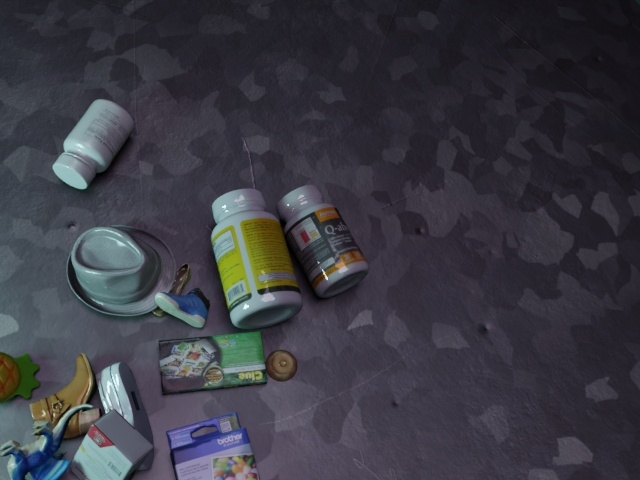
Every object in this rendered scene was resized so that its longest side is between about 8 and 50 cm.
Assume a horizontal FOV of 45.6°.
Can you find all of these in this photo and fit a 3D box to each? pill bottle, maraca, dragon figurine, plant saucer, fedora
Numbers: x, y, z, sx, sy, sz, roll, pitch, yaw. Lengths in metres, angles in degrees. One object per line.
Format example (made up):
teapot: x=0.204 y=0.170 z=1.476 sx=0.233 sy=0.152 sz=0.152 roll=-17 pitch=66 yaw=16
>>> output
pill bottle: x=-0.611 y=-0.256 z=2.042 sx=0.131 sy=0.131 sz=0.229 roll=26 pitch=62 yaw=1
maraca: x=-0.745 y=0.317 z=1.761 sx=0.186 sy=0.099 sz=0.127 roll=4 pitch=72 yaw=-37
dragon figurine: x=-0.611 y=0.484 z=1.688 sx=0.289 sy=0.085 sz=0.144 roll=-34 pitch=106 yaw=-20
pill bottle: x=-0.174 y=0.044 z=1.957 sx=0.188 sy=0.188 sz=0.334 roll=-10 pitch=67 yaw=-16
plant saucer: x=-0.099 y=0.316 z=1.938 sx=0.083 sy=0.015 sz=0.083 roll=5 pitch=64 yaw=-10
fedora: x=-0.507 y=0.054 z=1.896 sx=0.275 sy=0.124 sz=0.244 roll=22 pitch=66 yaw=10
pill bottle: x=0.000 y=0.000 z=2.030 sx=0.162 sy=0.162 sz=0.278 roll=-22 pitch=71 yaw=-21

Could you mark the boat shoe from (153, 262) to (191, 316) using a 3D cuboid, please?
boat shoe: x=-0.382 y=0.124 z=1.953 sx=0.056 sy=0.048 sz=0.153 roll=32 pitch=62 yaw=5

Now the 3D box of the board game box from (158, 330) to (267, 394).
board game box: x=-0.269 y=0.305 z=1.902 sx=0.260 sy=0.030 sz=0.136 roll=-3 pitch=63 yaw=-13

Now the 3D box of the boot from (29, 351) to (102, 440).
boot: x=-0.601 y=0.365 z=1.780 sx=0.152 sy=0.073 sz=0.197 roll=-11 pitch=65 yaw=-12

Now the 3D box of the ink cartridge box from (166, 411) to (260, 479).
ink cartridge box: x=-0.235 y=0.564 z=1.767 sx=0.186 sy=0.065 sz=0.311 roll=-12 pitch=66 yaw=-17

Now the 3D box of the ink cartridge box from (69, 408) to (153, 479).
ink cartridge box: x=-0.467 y=0.480 z=1.689 sx=0.127 sy=0.175 sz=0.072 roll=41 pitch=35 yaw=9

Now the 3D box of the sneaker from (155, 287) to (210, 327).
sneaker: x=-0.344 y=0.149 z=1.921 sx=0.152 sy=0.058 sz=0.084 roll=35 pitch=55 yaw=-28

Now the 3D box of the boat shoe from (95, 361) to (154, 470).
boat shoe: x=-0.462 y=0.418 z=1.783 sx=0.084 sy=0.095 sz=0.258 roll=-23 pitch=70 yaw=10
